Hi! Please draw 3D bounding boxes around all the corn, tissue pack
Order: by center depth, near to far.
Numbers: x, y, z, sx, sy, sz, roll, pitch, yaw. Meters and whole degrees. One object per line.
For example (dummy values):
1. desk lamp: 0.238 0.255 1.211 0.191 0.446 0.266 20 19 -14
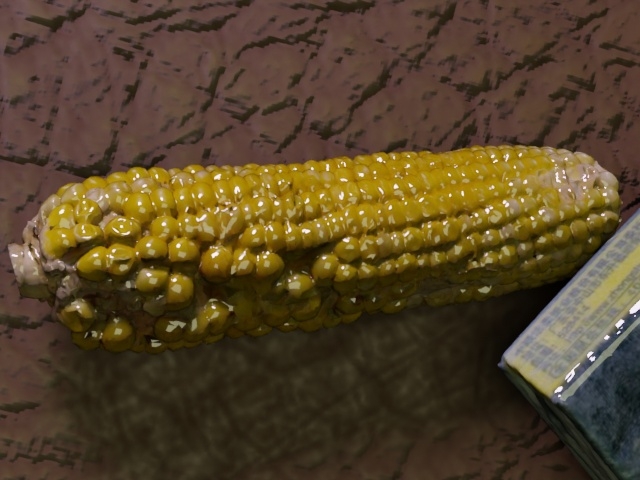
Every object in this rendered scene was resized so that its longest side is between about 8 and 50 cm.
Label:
1. corn: 0.000 0.000 0.893 0.319 0.097 0.097 -7 90 -14
2. tissue pack: 0.238 0.040 0.922 0.257 0.081 0.185 -45 120 -8
